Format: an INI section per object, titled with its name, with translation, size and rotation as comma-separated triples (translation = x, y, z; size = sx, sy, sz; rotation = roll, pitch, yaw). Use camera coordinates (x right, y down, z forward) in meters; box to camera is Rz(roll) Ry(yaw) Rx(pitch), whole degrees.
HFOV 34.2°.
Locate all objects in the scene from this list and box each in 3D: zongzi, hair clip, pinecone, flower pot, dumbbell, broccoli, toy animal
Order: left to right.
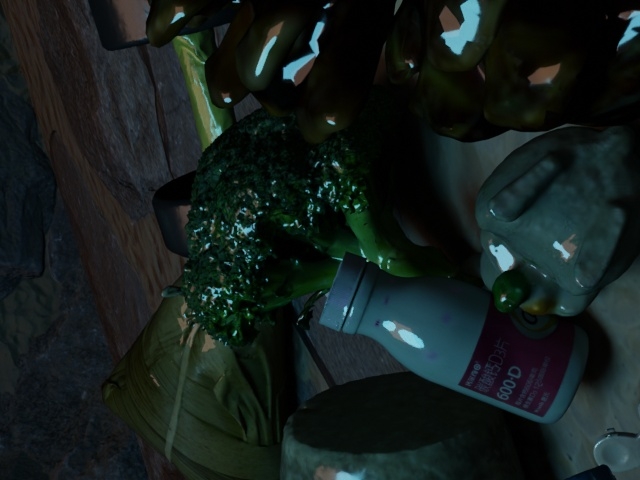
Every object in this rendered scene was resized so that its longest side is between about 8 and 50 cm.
[dumbbell]
translation = -0.125, -0.160, 1.203
size = 0.204, 0.204, 0.322
rotation = 18, 127, 62
[zongzi]
translation = -0.067, 0.249, 1.559
size = 0.467, 0.218, 0.500
rotation = 41, 142, 1
[broccoli]
translation = 0.000, 0.000, 1.016
size = 0.297, 0.297, 0.297
rotation = 40, 151, 9
[flower pot]
translation = 0.093, 0.322, 1.048
size = 0.294, 0.294, 0.330
rotation = 19, 122, 61
[pinecone]
translation = 0.078, -0.239, 0.486
size = 0.397, 0.398, 0.397
rotation = 48, 150, 40
[toy animal]
translation = 0.176, 0.003, 0.817
size = 0.251, 0.127, 0.125
rotation = 90, 161, -77
[hair clip]
translation = 0.286, 0.160, 0.734
size = 0.226, 0.072, 0.034
rotation = 9, 121, 63

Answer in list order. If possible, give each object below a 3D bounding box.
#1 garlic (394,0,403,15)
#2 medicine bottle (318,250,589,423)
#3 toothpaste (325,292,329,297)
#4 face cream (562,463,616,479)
[garlic]
translation = 0.109, -0.191, 0.796
size = 0.206, 0.128, 0.115
rotation = 52, 129, 49
[medicine bottle]
translation = 0.110, 0.078, 0.881
size = 0.217, 0.090, 0.090
rotation = 21, 147, 2
[toothpaste]
translation = 0.077, 0.051, 1.144
size = 0.194, 0.045, 0.071
rotation = -5, 107, 54
[face cream]
translation = 0.239, 0.310, 0.670
size = 0.336, 0.080, 0.163
rotation = 64, -169, 18
